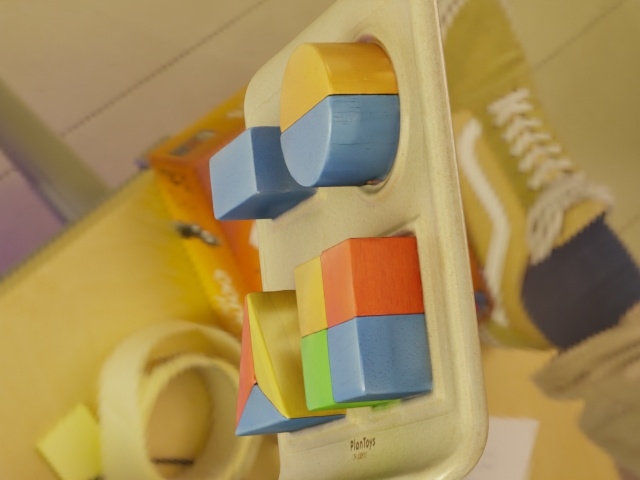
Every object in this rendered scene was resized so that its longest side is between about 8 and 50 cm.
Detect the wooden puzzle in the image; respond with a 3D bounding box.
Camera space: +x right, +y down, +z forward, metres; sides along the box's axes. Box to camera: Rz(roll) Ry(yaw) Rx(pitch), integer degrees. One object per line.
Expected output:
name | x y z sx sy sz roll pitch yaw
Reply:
wooden puzzle | 0.000 0.000 1.146 0.080 0.322 0.348 3 78 -20
